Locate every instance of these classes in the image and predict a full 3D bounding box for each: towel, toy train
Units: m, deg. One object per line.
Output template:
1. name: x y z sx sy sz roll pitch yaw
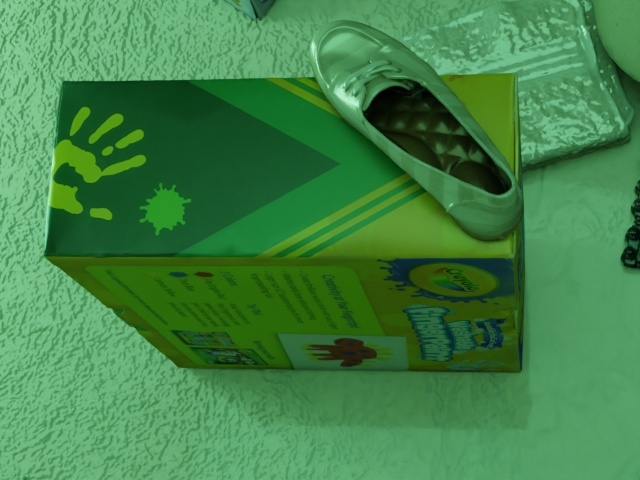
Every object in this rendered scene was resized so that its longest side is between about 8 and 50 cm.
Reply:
1. towel: 0.179 -0.153 1.514 0.282 0.049 0.187 -18 72 4
2. toy train: 0.345 -0.046 1.468 0.036 0.027 0.158 12 77 8

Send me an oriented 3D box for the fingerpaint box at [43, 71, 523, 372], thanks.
1. fingerpaint box: 0.000 0.000 1.291 0.371 0.445 0.163 0 74 10

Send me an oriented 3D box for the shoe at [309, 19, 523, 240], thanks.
1. shoe: 0.071 -0.093 1.042 0.076 0.058 0.219 -41 72 -6

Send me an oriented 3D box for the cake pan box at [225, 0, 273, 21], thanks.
1. cake pan box: -0.107 -0.421 1.625 0.267 0.070 0.245 35 80 17

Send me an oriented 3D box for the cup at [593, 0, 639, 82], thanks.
1. cup: 0.414 -0.331 1.369 0.331 0.237 0.331 -11 49 13
